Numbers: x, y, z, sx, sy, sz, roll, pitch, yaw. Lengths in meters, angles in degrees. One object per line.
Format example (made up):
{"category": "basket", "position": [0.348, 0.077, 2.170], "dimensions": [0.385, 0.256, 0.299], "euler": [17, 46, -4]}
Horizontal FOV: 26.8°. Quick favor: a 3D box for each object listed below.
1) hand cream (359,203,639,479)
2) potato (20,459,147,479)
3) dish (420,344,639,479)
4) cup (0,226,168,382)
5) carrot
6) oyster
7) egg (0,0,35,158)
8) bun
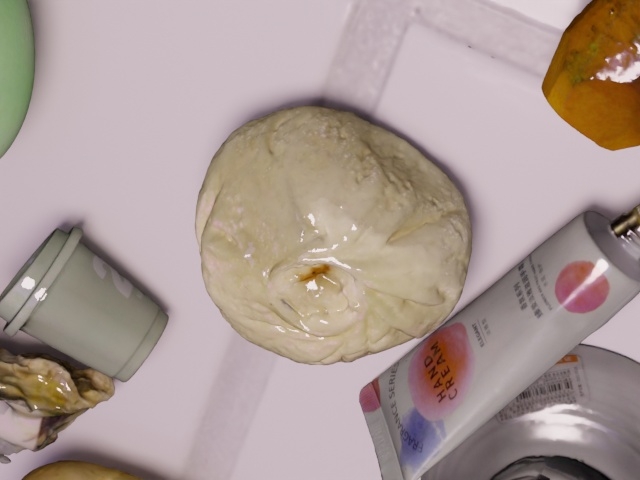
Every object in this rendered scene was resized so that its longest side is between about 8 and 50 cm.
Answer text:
{"category": "hand cream", "position": [0.158, 0.082, 1.155], "dimensions": [0.077, 0.124, 0.340], "euler": [27, 122, -38]}
{"category": "potato", "position": [-0.235, 0.340, 1.333], "dimensions": [0.242, 0.242, 0.285], "euler": [34, 125, 1]}
{"category": "dish", "position": [0.210, 0.241, 1.190], "dimensions": [0.273, 0.134, 0.273], "euler": [7, 115, 15]}
{"category": "cup", "position": [-0.221, 0.067, 1.260], "dimensions": [0.141, 0.120, 0.120], "euler": [38, 118, -10]}
{"category": "carrot", "position": [0.290, -0.196, 0.990], "dimensions": [0.114, 0.114, 0.302], "euler": [41, 114, -3]}
{"category": "oyster", "position": [-0.372, 0.112, 1.299], "dimensions": [0.351, 0.115, 0.238], "euler": [16, 151, -3]}
{"category": "egg", "position": [-0.354, -0.171, 1.133], "dimensions": [0.220, 0.220, 0.270], "euler": [-7, 109, 20]}
{"category": "bun", "position": [0.000, 0.000, 1.142], "dimensions": [0.243, 0.153, 0.244], "euler": [5, 109, 14]}
